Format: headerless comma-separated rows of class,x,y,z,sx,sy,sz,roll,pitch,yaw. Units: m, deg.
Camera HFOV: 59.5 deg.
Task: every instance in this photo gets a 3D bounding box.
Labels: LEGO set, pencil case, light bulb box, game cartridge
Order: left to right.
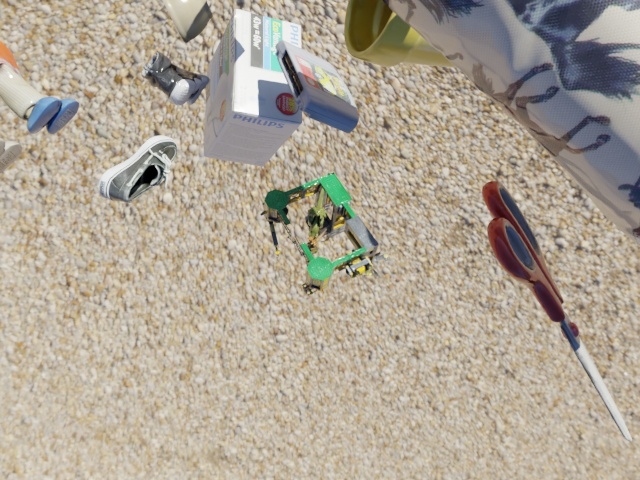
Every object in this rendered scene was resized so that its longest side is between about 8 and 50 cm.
light bulb box,-0.228,-0.482,1.834,0.225,0.361,0.358,5,73,-24
game cartridge,-0.004,-0.416,1.513,0.196,0.294,0.060,17,130,-41
LEGO set,0.000,0.000,1.452,0.255,0.331,0.192,-33,158,-21
pencil case,0.205,-0.144,0.416,0.410,0.183,0.160,42,127,-4

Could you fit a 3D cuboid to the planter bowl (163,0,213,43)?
planter bowl,-0.369,-0.650,1.563,0.109,0.162,0.162,-27,118,-1

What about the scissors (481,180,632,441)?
scissors,0.242,0.069,0.558,0.021,0.109,0.297,-29,111,30

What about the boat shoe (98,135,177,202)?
boat shoe,-0.462,-0.194,1.521,0.105,0.306,0.113,17,122,14

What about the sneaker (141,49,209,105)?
sneaker,-0.422,-0.477,1.627,0.153,0.268,0.101,38,105,-9

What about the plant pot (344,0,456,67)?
plant pot,0.209,-0.470,1.151,0.239,0.254,0.254,10,116,-25

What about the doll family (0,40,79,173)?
doll family,-0.289,-0.117,0.350,0.163,0.263,0.118,39,88,-3
